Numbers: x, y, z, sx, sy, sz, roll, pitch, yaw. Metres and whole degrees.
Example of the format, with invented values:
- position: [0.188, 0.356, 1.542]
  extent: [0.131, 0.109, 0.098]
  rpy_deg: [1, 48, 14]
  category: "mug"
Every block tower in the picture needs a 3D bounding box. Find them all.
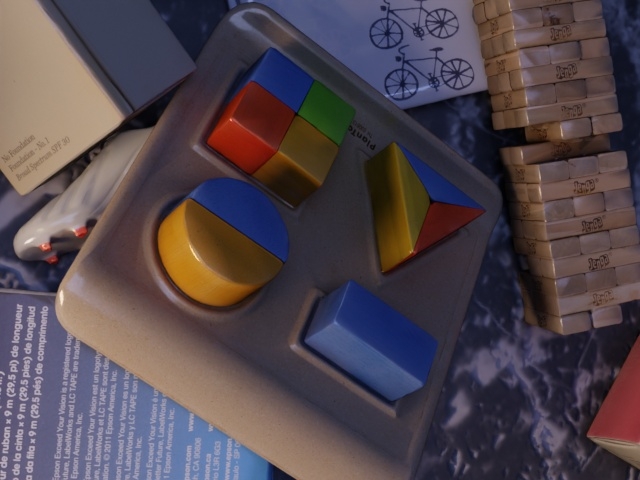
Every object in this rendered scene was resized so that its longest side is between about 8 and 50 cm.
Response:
- position: [0.216, -0.091, 1.053]
  extent: [0.091, 0.097, 0.335]
  rpy_deg: [-10, 95, -12]
  category: "block tower"

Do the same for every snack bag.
- position: [0.058, -0.290, 1.096]
  extent: [0.323, 0.037, 0.342]
  rpy_deg: [-13, 86, -10]
  category: "snack bag"

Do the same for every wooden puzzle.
- position: [0.000, 0.000, 0.949]
  extent: [0.322, 0.080, 0.347]
  rpy_deg: [36, 55, -16]
  category: "wooden puzzle"

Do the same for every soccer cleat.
- position: [-0.186, -0.048, 1.018]
  extent: [0.196, 0.068, 0.076]
  rpy_deg: [-31, 75, -12]
  category: "soccer cleat"

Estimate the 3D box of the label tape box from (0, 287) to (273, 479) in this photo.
- position: [-0.214, 0.171, 0.964]
  extent: [0.348, 0.115, 0.249]
  rpy_deg: [4, 82, -7]
  category: "label tape box"

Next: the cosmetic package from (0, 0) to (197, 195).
- position: [-0.260, -0.210, 0.921]
  extent: [0.309, 0.160, 0.113]
  rpy_deg: [53, 41, -9]
  category: "cosmetic package"

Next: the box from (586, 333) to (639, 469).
- position: [0.376, 0.120, 1.060]
  extent: [0.149, 0.127, 0.232]
  rpy_deg: [32, 80, -5]
  category: "box"
